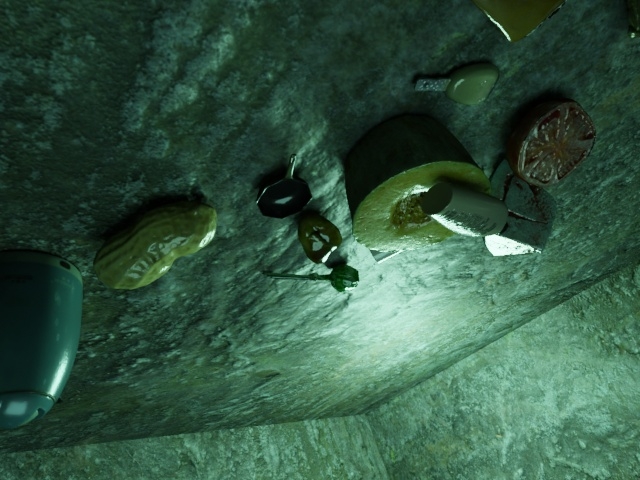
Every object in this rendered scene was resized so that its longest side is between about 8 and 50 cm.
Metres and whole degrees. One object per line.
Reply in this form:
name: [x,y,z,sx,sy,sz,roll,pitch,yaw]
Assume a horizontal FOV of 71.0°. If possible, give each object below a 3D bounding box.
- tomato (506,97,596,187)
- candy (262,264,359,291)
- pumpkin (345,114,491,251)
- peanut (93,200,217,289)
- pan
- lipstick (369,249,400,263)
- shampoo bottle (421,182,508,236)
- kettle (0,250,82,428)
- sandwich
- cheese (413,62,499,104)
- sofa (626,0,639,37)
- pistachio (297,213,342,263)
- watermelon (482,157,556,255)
tomato: [0.582,-0.256,1.154,0.237,0.095,0.236,-9,125,-13]
candy: [-0.026,0.116,1.412,0.323,0.097,0.097,4,140,-22]
pumpkin: [0.216,-0.136,1.077,0.332,0.199,0.332,-8,144,-6]
peanut: [-0.369,0.007,1.006,0.305,0.147,0.147,-34,146,11]
pan: [-0.069,-0.132,1.036,0.128,0.048,0.202,7,140,-38]
lipstick: [0.296,-0.044,1.333,0.327,0.087,0.087,-30,146,13]
shampoo bottle: [0.334,-0.059,0.993,0.257,0.078,0.127,17,140,-37]
kettle: [-0.666,0.213,0.939,0.247,0.342,0.319,-26,146,9]
sandwich: [0.373,-0.483,0.756,0.212,0.063,0.245,15,132,-40]
cheese: [0.284,-0.331,0.951,0.192,0.037,0.097,-8,144,-21]
sofa: [0.740,-0.480,0.855,0.258,0.182,0.200,-36,144,23]
pistachio: [0.003,0.000,1.222,0.110,0.100,0.189,-20,146,1]
watermelon: [0.560,-0.073,1.289,0.201,0.213,0.261,15,166,25]
